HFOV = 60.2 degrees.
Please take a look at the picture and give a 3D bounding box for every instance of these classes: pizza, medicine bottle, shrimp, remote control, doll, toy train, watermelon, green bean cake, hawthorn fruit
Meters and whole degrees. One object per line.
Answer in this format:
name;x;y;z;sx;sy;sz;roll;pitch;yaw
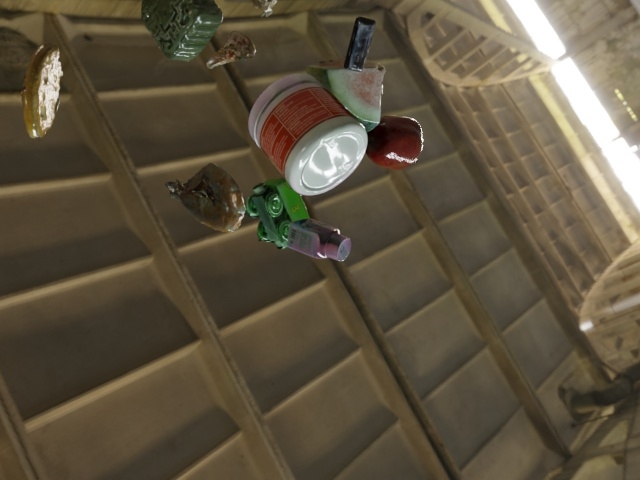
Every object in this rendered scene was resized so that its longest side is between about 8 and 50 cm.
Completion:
pizza;-0.347;-0.705;2.059;0.185;0.195;0.052;49;171;35
medicine bottle;-0.034;-0.288;1.519;0.253;0.252;0.241;1;-135;-52
shrimp;-0.304;-0.128;1.425;0.317;0.164;0.062;25;-158;36
pizza;-0.695;-0.373;1.362;0.127;0.058;0.246;-22;-62;-86
remote control;0.071;-0.351;0.996;0.039;0.096;0.014;9;-145;-11
medicine bottle;0.000;0.000;1.760;0.188;0.094;0.119;21;-159;31
doll;-0.230;-0.980;2.207;0.221;0.105;0.114;47;-121;-61
toy train;-0.144;-0.101;1.919;0.188;0.132;0.243;-44;-59;-41
watermelon;0.089;-0.460;1.699;0.310;0.232;0.193;49;-176;-34
green bean cake;-0.422;-0.675;1.637;0.125;0.222;0.227;-19;-105;-49
hawthorn fruit;0.225;-0.328;1.831;0.251;0.189;0.189;4;-123;-28
